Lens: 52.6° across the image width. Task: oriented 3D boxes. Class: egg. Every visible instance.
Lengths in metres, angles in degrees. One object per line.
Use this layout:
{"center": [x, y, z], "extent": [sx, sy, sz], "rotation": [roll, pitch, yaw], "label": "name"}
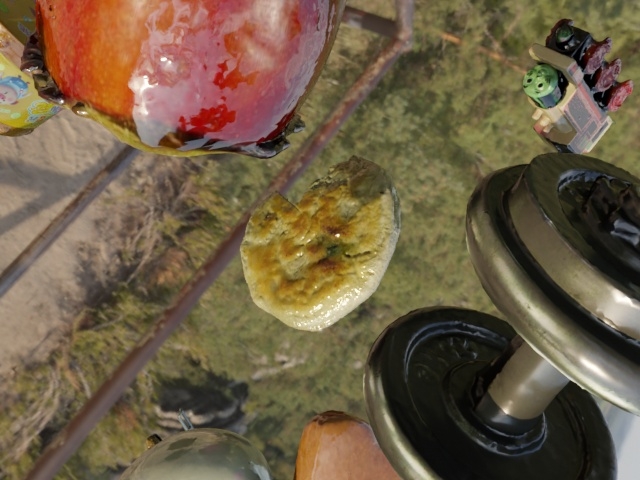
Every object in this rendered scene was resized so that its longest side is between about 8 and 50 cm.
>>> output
{"center": [-0.128, 0.266, 0.641], "extent": [0.151, 0.151, 0.209], "rotation": [-14, 149, -54], "label": "egg"}

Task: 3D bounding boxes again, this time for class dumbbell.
{"center": [0.143, 0.070, 0.410], "extent": [0.192, 0.192, 0.289], "rotation": [-27, 151, -47], "label": "dumbbell"}

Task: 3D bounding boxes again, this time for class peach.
{"center": [-0.142, -0.276, 0.721], "extent": [0.353, 0.340, 0.416], "rotation": [137, -39, -70], "label": "peach"}

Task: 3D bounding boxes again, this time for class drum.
{"center": [-0.689, -0.448, 1.376], "extent": [0.214, 0.430, 0.431], "rotation": [-32, 155, 13], "label": "drum"}

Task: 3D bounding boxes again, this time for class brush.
{"center": [-0.304, 0.461, 1.532], "extent": [0.266, 0.027, 0.062], "rotation": [82, 12, -49], "label": "brush"}

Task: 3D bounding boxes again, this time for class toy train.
{"center": [0.220, -0.131, 0.569], "extent": [0.138, 0.050, 0.087], "rotation": [25, 104, -50], "label": "toy train"}

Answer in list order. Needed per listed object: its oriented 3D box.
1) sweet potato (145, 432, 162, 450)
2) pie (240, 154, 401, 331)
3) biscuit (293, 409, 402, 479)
{"center": [-0.248, 0.456, 1.176], "extent": [0.062, 0.233, 0.081], "rotation": [-39, -173, 21], "label": "sweet potato"}
{"center": [0.000, 0.000, 1.142], "extent": [0.075, 0.338, 0.337], "rotation": [36, 84, -49], "label": "pie"}
{"center": [0.017, 0.313, 0.584], "extent": [0.306, 0.043, 0.283], "rotation": [-47, 121, -20], "label": "biscuit"}
